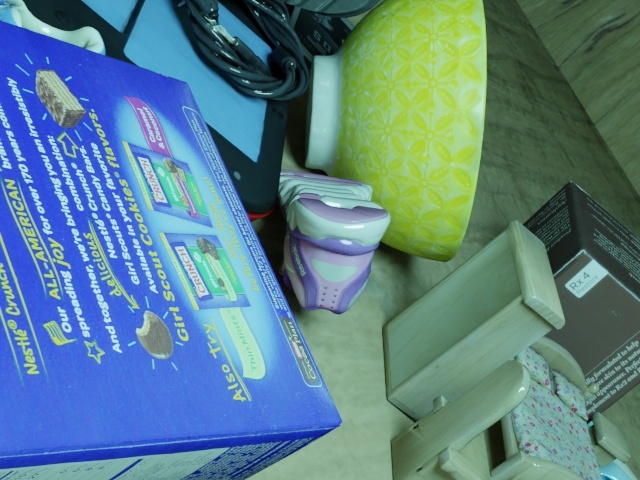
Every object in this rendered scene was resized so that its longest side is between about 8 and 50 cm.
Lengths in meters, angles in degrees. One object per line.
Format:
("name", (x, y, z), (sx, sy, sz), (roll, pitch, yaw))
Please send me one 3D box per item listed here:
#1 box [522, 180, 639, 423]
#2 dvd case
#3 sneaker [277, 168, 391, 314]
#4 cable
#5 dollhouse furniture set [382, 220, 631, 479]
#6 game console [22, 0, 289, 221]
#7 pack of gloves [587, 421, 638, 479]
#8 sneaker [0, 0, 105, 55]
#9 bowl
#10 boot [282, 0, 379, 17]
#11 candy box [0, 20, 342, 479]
("box", (0.302, 0.071, 1.322), (0.167, 0.168, 0.203), (39, 25, -11))
("dvd case", (0.020, -0.229, 1.406), (0.179, 0.029, 0.239), (45, 24, -18))
("sneaker", (0.000, 0.000, 0.988), (0.095, 0.104, 0.236), (6, 13, -6))
("cable", (-0.059, -0.197, 1.045), (0.150, 0.047, 0.184), (55, 23, 7))
("dollhouse furniture set", (0.246, 0.171, 1.059), (0.355, 0.174, 0.303), (37, 28, -22))
("game console", (-0.161, -0.200, 0.985), (0.342, 0.060, 0.386), (44, 24, -23))
("pack of gloves", (0.337, 0.243, 1.335), (0.232, 0.046, 0.195), (58, 24, 9))
("sneaker", (-0.234, -0.132, 0.710), (0.211, 0.081, 0.080), (13, 47, -44))
("bowl", (0.065, -0.127, 1.145), (0.156, 0.289, 0.289), (4, 36, -3))
("boot", (0.008, -0.367, 1.332), (0.367, 0.146, 0.445), (39, 16, 18))
("candy box", (-0.160, 0.013, 0.611), (0.317, 0.122, 0.268), (13, 47, -59))
